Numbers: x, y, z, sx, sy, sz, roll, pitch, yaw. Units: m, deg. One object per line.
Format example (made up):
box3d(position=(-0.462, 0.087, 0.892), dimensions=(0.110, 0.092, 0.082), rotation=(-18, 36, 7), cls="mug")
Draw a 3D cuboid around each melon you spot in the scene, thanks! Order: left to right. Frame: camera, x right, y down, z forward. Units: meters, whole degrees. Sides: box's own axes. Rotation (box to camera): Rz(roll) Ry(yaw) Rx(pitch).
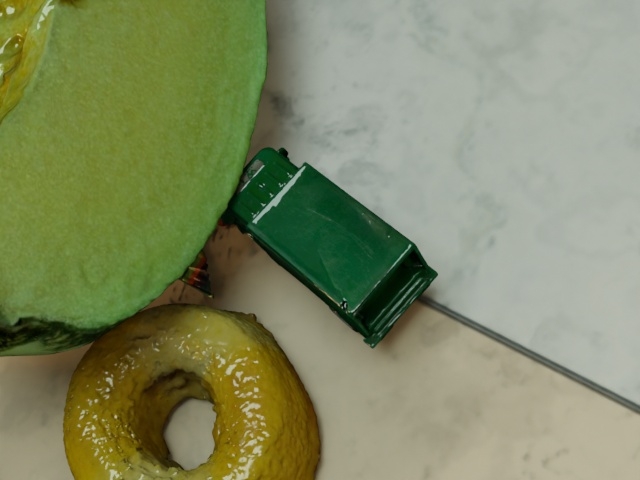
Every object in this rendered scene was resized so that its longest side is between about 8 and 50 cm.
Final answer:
box3d(position=(-0.199, -0.090, 0.814), dimensions=(0.331, 0.226, 0.344), rotation=(-2, 78, -1), cls="melon")

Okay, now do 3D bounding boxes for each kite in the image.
box3d(position=(-0.099, -0.011, 0.892), dimensions=(0.090, 0.004, 0.122), rotation=(-10, 63, 16), cls="kite")

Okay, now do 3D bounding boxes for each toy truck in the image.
box3d(position=(0.000, 0.000, 0.810), dimensions=(0.065, 0.079, 0.147), rotation=(-48, 58, -5), cls="toy truck")

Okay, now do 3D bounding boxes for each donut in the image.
box3d(position=(-0.087, 0.118, 0.793), dimensions=(0.162, 0.065, 0.178), rotation=(-41, 59, -2), cls="donut")
